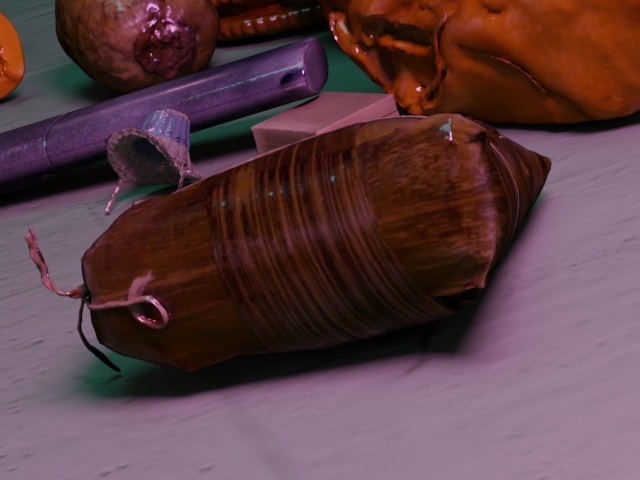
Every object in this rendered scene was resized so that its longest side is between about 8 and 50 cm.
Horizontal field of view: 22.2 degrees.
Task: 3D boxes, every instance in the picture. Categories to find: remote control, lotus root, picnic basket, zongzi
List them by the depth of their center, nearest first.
[{"bbox_3d":[0.000,0.000,0.908,0.247,0.111,0.241,-15,0,17],"label":"zongzi"},{"bbox_3d":[-0.122,-0.054,1.188,0.065,0.083,0.083,-2,67,31],"label":"picnic basket"},{"bbox_3d":[-0.179,-0.083,1.283,0.377,0.044,0.107,-16,10,12],"label":"remote control"},{"bbox_3d":[-0.180,-0.214,1.572,0.145,0.128,0.260,-6,21,-18],"label":"lotus root"}]

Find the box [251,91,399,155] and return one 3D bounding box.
[{"bbox_3d":[0.006,-0.081,1.196,0.083,0.035,0.079,-27,22,-33],"label":"box"}]

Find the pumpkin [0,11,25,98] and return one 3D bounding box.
[{"bbox_3d":[-0.401,-0.174,1.637,0.183,0.119,0.107,-18,20,-28],"label":"pumpkin"}]

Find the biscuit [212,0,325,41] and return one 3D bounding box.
[{"bbox_3d":[-0.034,-0.262,1.698,0.220,0.066,0.220,-13,15,4],"label":"biscuit"}]

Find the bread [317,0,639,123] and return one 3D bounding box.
[{"bbox_3d":[0.148,-0.269,1.157,0.215,0.398,0.398,-15,14,-41],"label":"bread"}]
